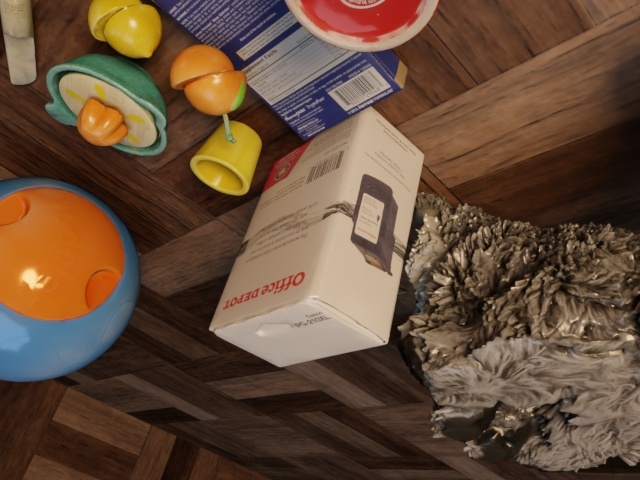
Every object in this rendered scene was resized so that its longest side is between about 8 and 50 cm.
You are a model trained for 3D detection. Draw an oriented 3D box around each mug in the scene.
[{"bbox_3d":[0.032,-0.197,0.372,0.113,0.169,0.150,25,146,-14],"label":"mug"}]

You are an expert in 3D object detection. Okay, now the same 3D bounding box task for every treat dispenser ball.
[{"bbox_3d":[-0.408,0.054,0.832,0.288,0.288,0.288,11,147,8],"label":"treat dispenser ball"}]

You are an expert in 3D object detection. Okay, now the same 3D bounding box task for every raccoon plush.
[{"bbox_3d":[0.260,0.019,0.544,0.446,0.299,0.216,-25,122,30],"label":"raccoon plush"}]

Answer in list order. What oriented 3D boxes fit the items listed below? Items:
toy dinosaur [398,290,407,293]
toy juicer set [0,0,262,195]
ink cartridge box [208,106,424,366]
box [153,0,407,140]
[{"bbox_3d":[0.052,0.050,0.841,0.092,0.053,0.183,-9,139,32],"label":"toy dinosaur"},{"bbox_3d":[-0.220,-0.157,0.583,0.328,0.090,0.209,21,155,5],"label":"toy juicer set"},{"bbox_3d":[0.000,0.000,0.617,0.100,0.237,0.172,35,143,-27],"label":"ink cartridge box"},{"bbox_3d":[-0.042,-0.195,0.530,0.136,0.037,0.225,-19,134,42],"label":"box"}]
